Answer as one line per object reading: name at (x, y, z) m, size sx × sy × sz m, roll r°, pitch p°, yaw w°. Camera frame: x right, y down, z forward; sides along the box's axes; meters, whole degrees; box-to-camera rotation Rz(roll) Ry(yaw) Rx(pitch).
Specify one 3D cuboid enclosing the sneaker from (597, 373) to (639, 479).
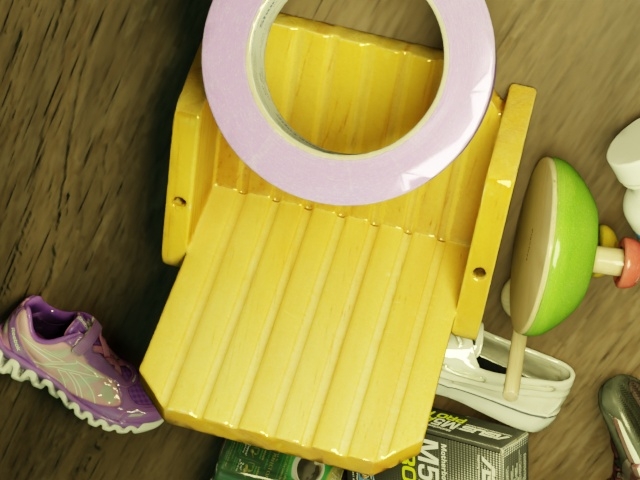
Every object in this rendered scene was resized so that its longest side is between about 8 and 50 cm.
sneaker at (0.336, 0.280, 1.904) m, size 0.162 × 0.106 × 0.281 m, roll -17°, pitch 119°, yaw 30°

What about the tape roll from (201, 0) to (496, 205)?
tape roll at (0.029, -0.171, 1.589) m, size 0.274 × 0.090 × 0.275 m, roll 0°, pitch 93°, yaw 8°

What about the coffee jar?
coffee jar at (-0.036, 0.292, 2.023) m, size 0.184 × 0.096 × 0.079 m, roll 19°, pitch 136°, yaw 3°

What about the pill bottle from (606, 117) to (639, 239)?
pill bottle at (0.377, -0.021, 1.658) m, size 0.124 × 0.124 × 0.221 m, roll -24°, pitch 114°, yaw 29°

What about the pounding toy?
pounding toy at (0.260, 0.033, 1.707) m, size 0.110 × 0.183 × 0.237 m, roll 9°, pitch 130°, yaw -3°

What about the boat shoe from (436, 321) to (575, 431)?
boat shoe at (0.153, 0.125, 1.850) m, size 0.267 × 0.096 × 0.088 m, roll 25°, pitch 124°, yaw -4°

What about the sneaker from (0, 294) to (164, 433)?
sneaker at (-0.280, 0.142, 1.992) m, size 0.236 × 0.095 × 0.104 m, roll 27°, pitch 120°, yaw -3°

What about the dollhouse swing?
dollhouse swing at (0.000, 0.000, 1.670) m, size 0.346 × 0.305 × 0.315 m, roll 14°, pitch 128°, yaw 7°

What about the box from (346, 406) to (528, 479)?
box at (0.133, 0.326, 1.916) m, size 0.216 × 0.060 × 0.270 m, roll 12°, pitch 113°, yaw 37°
